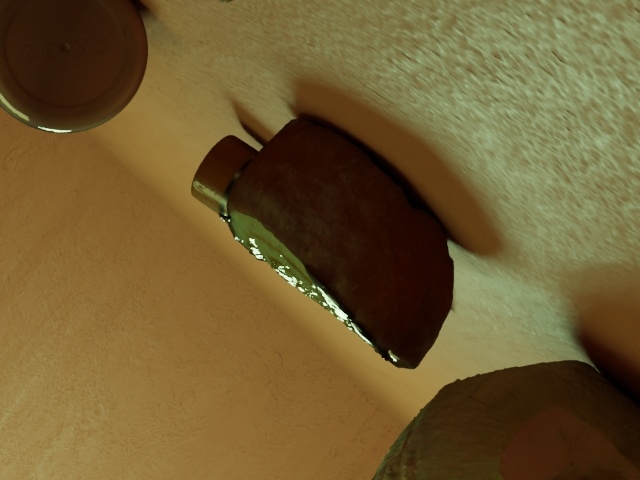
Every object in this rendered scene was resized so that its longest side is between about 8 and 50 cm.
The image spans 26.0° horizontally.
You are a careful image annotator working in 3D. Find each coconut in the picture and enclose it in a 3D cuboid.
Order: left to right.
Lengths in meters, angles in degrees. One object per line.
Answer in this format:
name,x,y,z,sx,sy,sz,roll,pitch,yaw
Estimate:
coconut,0.187,0.248,1.190,0.297,0.297,0.254,38,153,29

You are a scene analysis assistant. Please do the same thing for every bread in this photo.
bread,0.008,-0.011,1.261,0.244,0.123,0.190,35,168,45

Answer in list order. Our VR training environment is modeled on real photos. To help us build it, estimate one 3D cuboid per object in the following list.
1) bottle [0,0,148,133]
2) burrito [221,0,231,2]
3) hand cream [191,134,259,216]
bottle,-0.301,-0.220,1.518,0.206,0.173,0.297,49,174,-14
burrito,-0.139,-0.220,0.898,0.139,0.101,0.445,40,173,-23
hand cream,0.000,0.000,1.531,0.314,0.089,0.139,36,173,11
